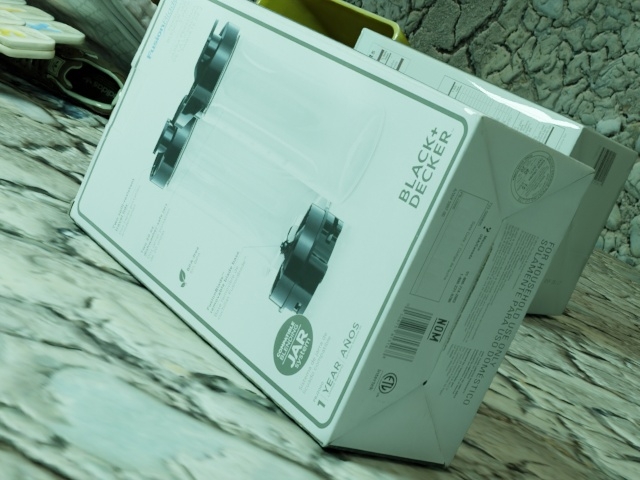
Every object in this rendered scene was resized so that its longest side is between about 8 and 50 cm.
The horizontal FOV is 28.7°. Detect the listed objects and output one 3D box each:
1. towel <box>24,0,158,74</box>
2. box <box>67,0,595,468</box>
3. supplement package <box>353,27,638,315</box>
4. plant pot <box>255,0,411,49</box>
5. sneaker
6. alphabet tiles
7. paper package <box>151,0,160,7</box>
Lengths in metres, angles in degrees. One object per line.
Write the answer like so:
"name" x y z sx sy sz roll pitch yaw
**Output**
"towel" -0.248 -0.232 1.353 0.317 0.053 0.332 29 -12 36
"box" -0.013 -0.026 0.672 0.087 0.169 0.290 18 10 -41
"supplement package" 0.150 -0.068 1.309 0.262 0.198 0.199 29 10 28
"plant pot" 0.008 -0.154 1.481 0.212 0.212 0.187 31 -2 38
"sneaker" -0.269 -0.187 1.283 0.188 0.066 0.071 25 2 -2
"alphabet tiles" -0.376 -0.227 1.182 0.278 0.021 0.284 -4 27 -45
"paper package" -0.368 -0.376 1.609 0.324 0.168 0.309 26 -10 4
